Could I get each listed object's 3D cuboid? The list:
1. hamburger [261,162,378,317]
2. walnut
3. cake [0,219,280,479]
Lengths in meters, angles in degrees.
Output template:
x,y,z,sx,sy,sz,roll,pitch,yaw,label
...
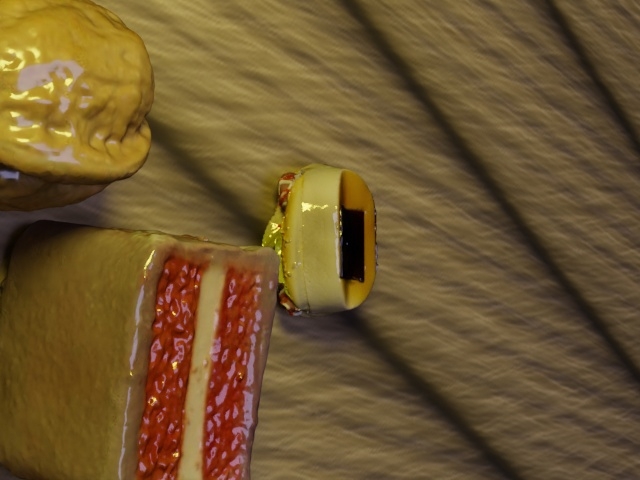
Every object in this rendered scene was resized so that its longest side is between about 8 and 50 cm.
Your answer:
x,y,z,sx,sy,sz,roll,pitch,yaw,label
0.000,0.000,1.822,0.173,0.116,0.210,-1,89,-60,hamburger
-0.280,-0.138,1.357,0.257,0.257,0.224,-3,128,-52,walnut
-0.201,0.135,1.470,0.237,0.230,0.308,10,85,-50,cake
